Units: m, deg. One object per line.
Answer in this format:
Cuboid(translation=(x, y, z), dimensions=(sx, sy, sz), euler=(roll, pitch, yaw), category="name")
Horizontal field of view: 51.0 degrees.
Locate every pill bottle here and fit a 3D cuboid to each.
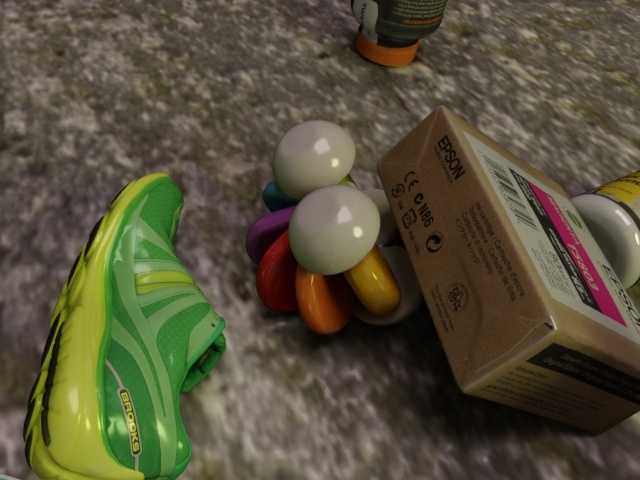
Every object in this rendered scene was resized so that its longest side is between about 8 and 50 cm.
Cuboid(translation=(0.333, -0.019, 0.689), dimensions=(0.184, 0.103, 0.103), euler=(-20, 53, -29), category="pill bottle")
Cuboid(translation=(0.113, -0.354, 0.874), dimensions=(0.131, 0.245, 0.130), euler=(7, 44, -7), category="pill bottle")

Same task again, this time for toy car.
Cuboid(translation=(0.000, 0.000, 0.590), dimensions=(0.136, 0.159, 0.182), euler=(-28, 49, 15), category="toy car")

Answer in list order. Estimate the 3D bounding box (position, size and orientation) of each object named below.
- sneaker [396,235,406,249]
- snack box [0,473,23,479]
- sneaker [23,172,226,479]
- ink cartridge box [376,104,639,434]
Cuboid(translation=(0.125, 0.008, 0.660), dimensions=(0.067, 0.042, 0.118), euler=(-17, 49, -22), category="sneaker")
Cuboid(translation=(-0.212, 0.271, 0.312), dimensions=(0.187, 0.060, 0.321), euler=(14, 44, 2), category="snack box")
Cuboid(translation=(-0.139, 0.062, 0.526), dimensions=(0.124, 0.109, 0.295), euler=(26, 35, -24), category="sneaker")
Cuboid(translation=(0.165, 0.023, 0.555), dimensions=(0.193, 0.088, 0.234), euler=(22, 38, -37), category="ink cartridge box")
